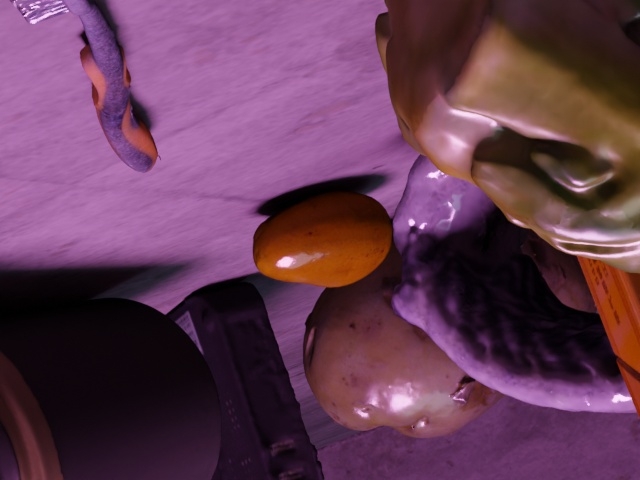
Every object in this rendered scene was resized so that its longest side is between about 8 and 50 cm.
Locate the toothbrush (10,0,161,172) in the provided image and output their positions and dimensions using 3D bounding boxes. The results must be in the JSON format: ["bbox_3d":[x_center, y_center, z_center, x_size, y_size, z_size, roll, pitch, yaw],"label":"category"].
[{"bbox_3d":[-0.098,-0.074,0.880,0.031,0.023,0.321,-12,169,1],"label":"toothbrush"}]

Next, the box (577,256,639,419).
[{"bbox_3d":[0.213,-0.027,0.984,0.174,0.274,0.076,-18,165,-6],"label":"box"}]

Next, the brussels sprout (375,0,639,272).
[{"bbox_3d":[0.129,-0.079,0.781,0.223,0.223,0.161,-14,154,-26],"label":"brussels sprout"}]

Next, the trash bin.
[{"bbox_3d":[-0.222,0.145,1.260,0.214,0.214,0.334,-26,171,31],"label":"trash bin"}]

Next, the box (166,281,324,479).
[{"bbox_3d":[-0.110,0.180,1.632,0.058,0.211,0.350,-11,166,-29],"label":"box"}]

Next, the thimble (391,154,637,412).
[{"bbox_3d":[0.179,0.001,1.227,0.246,0.217,0.157,-10,174,28],"label":"thimble"}]

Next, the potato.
[{"bbox_3d":[0.104,0.059,1.540,0.262,0.165,0.165,-27,175,-31],"label":"potato"}]

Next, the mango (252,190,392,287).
[{"bbox_3d":[0.000,0.000,1.321,0.114,0.060,0.080,-5,160,-41],"label":"mango"}]
